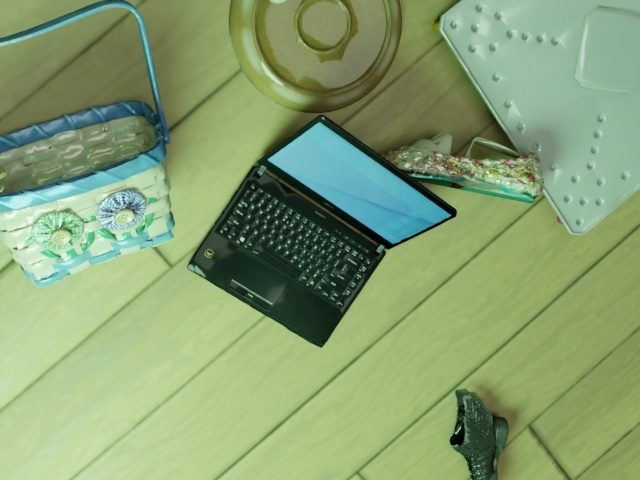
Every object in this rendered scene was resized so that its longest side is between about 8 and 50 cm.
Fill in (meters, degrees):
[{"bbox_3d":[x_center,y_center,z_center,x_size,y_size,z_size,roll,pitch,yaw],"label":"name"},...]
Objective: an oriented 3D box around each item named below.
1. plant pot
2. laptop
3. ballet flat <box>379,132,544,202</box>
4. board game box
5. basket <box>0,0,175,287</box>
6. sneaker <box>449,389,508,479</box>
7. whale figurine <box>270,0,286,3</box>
[{"bbox_3d":[0.000,-0.282,1.237,0.236,0.032,0.236,-4,105,-16],"label":"plant pot"},{"bbox_3d":[0.000,0.000,1.250,0.234,0.136,0.264,33,92,-20],"label":"laptop"},{"bbox_3d":[0.191,-0.106,1.302,0.241,0.091,0.077,9,88,-7],"label":"ballet flat"},{"bbox_3d":[0.405,-0.271,1.349,0.390,0.050,0.390,-39,111,-5],"label":"board game box"},{"bbox_3d":[-0.291,-0.111,1.101,0.255,0.201,0.288,-21,118,-10],"label":"basket"},{"bbox_3d":[0.230,0.317,1.444,0.089,0.051,0.170,11,95,-19],"label":"sneaker"},{"bbox_3d":[-0.091,-0.421,1.129,0.216,0.141,0.272,-39,123,-3],"label":"whale figurine"}]
